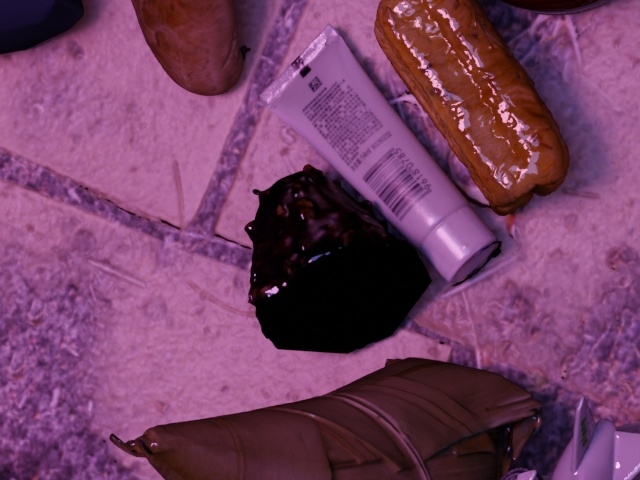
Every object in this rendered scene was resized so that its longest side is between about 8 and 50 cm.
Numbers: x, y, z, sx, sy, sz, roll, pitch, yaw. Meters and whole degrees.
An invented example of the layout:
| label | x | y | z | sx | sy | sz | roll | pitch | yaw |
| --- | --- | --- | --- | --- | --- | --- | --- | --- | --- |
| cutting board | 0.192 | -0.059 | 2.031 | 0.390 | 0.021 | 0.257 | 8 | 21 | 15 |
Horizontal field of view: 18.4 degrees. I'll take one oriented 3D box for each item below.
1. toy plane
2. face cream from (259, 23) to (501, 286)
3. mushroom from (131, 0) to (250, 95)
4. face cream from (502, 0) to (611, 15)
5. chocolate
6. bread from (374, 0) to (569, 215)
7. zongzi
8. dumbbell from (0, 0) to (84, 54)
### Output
| label | x | y | z | sx | sy | sz | roll | pitch | yaw |
| --- | --- | --- | --- | --- | --- | --- | --- | --- | --- |
| toy plane | 0.192 | 0.252 | 1.539 | 0.101 | 0.251 | 0.255 | 11 | 81 | 38 |
| face cream | 0.053 | -0.066 | 1.668 | 0.092 | 0.058 | 0.244 | -45 | 75 | 16 |
| mushroom | -0.107 | -0.269 | 1.656 | 0.156 | 0.151 | 0.286 | 6 | 91 | 15 |
| face cream | 0.179 | -0.286 | 1.567 | 0.201 | 0.187 | 0.201 | 0 | 90 | 14 |
| chocolate | 0.000 | 0.000 | 1.657 | 0.156 | 0.156 | 0.133 | -29 | 55 | 12 |
| bread | 0.125 | -0.121 | 1.620 | 0.083 | 0.114 | 0.211 | -31 | 84 | -7 |
| zongzi | 0.007 | 0.326 | 1.535 | 0.181 | 0.418 | 0.447 | 0 | 92 | 41 |
| dumbbell | -0.317 | -0.321 | 1.704 | 0.160 | 0.144 | 0.325 | -14 | 85 | -18 |
